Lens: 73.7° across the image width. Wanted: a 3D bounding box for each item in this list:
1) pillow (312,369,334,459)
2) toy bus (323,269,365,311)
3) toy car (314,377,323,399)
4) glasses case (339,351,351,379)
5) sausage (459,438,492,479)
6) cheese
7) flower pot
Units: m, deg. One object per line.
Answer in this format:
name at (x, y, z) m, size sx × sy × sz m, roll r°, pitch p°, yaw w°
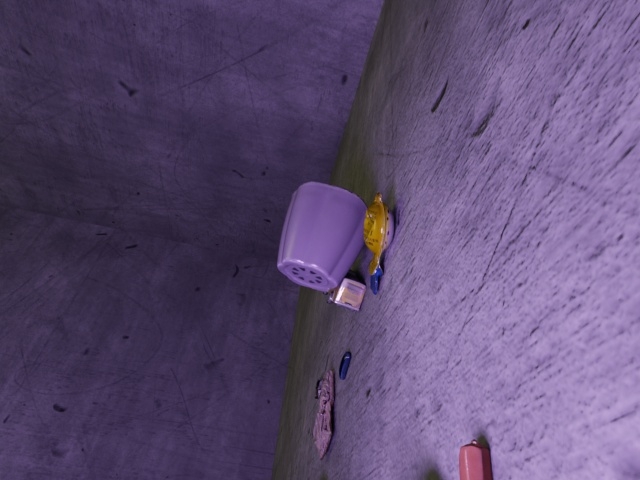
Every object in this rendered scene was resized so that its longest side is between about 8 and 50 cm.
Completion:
pillow at (0.011, 0.529, 1.314) m, size 0.248 × 0.049 × 0.135 m, roll -82°, pitch 2°, yaw -61°
toy bus at (0.072, 0.145, 1.324) m, size 0.268 × 0.092 × 0.106 m, roll -131°, pitch 62°, yaw -83°
toy car at (-0.004, 0.537, 1.543) m, size 0.093 × 0.025 × 0.041 m, roll -84°, pitch 6°, yaw -69°
glasses case at (0.067, 0.358, 1.226) m, size 0.033 × 0.023 × 0.083 m, roll -102°, pitch 25°, yaw -70°
sausage at (0.161, 0.280, 0.430) m, size 0.035 × 0.030 × 0.147 m, roll 111°, pitch 170°, yaw -52°
cheese at (0.140, 0.006, 1.056) m, size 0.156 × 0.064 × 0.250 m, roll -98°, pitch 12°, yaw -77°
flower pot at (0.000, 0.000, 1.231) m, size 0.265 × 0.265 × 0.243 m, roll 113°, pitch 180°, yaw -62°
